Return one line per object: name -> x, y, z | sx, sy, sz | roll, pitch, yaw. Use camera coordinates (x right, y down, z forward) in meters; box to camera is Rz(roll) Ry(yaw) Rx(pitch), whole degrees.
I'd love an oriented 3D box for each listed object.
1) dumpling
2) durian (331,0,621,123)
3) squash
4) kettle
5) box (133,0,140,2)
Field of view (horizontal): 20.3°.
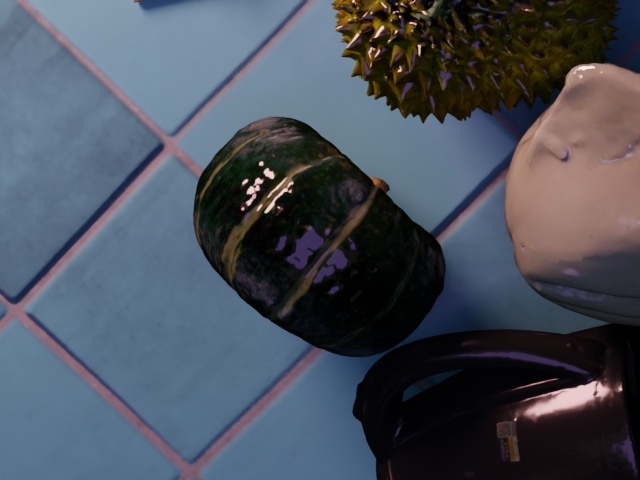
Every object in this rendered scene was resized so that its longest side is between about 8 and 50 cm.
dumpling -> 0.313, 0.004, 1.559 | 0.315, 0.395, 0.233 | 39, 75, 21
durian -> 0.130, -0.229, 1.602 | 0.291, 0.224, 0.291 | 4, 106, 13
squash -> 0.000, 0.000, 1.673 | 0.252, 0.252, 0.165 | 36, 96, -4
kettle -> 0.179, 0.181, 1.720 | 0.290, 0.207, 0.268 | -12, 129, 22
box -> -0.147, -0.263, 1.739 | 0.083, 0.012, 0.046 | -11, 103, 11
